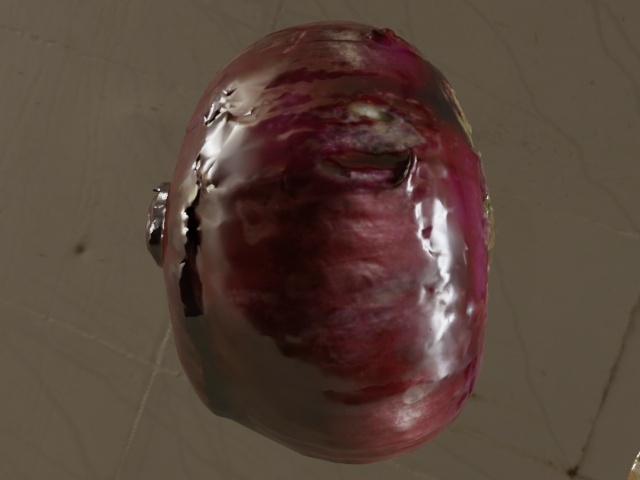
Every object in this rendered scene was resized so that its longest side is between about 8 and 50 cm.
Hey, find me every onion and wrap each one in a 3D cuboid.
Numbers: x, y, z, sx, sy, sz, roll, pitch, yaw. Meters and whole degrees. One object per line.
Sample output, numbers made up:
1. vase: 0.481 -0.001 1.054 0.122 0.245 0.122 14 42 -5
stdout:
1. onion: 0.000 0.000 0.509 0.190 0.246 0.246 1 -87 -3

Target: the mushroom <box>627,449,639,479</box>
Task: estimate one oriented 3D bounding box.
1. mushroom: 0.348 0.238 0.774 0.204 0.204 0.204 1 -87 15
